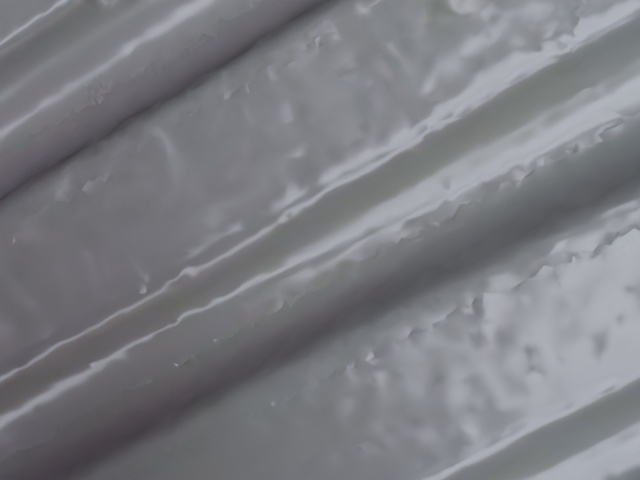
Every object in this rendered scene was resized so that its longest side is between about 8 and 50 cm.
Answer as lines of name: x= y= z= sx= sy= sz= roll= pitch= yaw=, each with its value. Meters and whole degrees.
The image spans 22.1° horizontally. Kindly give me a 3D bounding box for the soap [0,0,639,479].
soap: x=0.000 y=0.000 z=0.652 sx=0.435 sy=0.213 sz=0.350 roll=-32 pitch=84 yaw=22
